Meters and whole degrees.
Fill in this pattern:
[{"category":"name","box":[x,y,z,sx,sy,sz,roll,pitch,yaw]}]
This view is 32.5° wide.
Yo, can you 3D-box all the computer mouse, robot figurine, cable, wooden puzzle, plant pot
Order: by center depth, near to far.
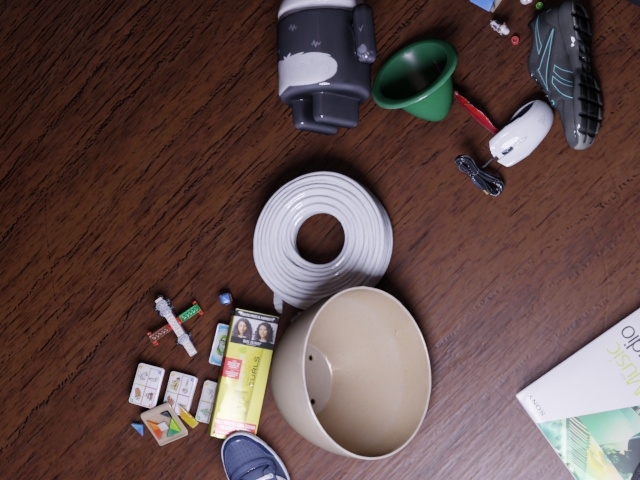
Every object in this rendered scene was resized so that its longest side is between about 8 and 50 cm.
[{"category":"plant pot","box":[0.022,0.230,1.875,0.191,0.284,0.284,-14,75,49]},{"category":"computer mouse","box":[0.336,-0.170,1.930,0.193,0.042,0.106,-45,106,3]},{"category":"cable","box":[0.000,0.000,1.987,0.257,0.089,0.257,-21,76,11]},{"category":"robot figurine","box":[0.009,-0.337,2.000,0.209,0.173,0.278,-4,80,11]},{"category":"wooden puzzle","box":[-0.289,0.341,2.032,0.116,0.014,0.078,-32,101,21]}]

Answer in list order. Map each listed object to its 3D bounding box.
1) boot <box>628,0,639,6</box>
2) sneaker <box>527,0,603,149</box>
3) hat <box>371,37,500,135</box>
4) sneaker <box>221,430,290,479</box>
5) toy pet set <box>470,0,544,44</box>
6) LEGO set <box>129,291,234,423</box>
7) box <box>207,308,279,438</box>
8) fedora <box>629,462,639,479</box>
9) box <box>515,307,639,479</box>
[{"category":"boot","box":[0.570,-0.601,1.895,0.445,0.146,0.367,30,100,22]},{"category":"sneaker","box":[0.428,-0.286,1.929,0.106,0.101,0.267,-11,78,36]},{"category":"hat","box":[0.216,-0.241,2.005,0.173,0.183,0.208,-35,36,8]},{"category":"sneaker","box":[-0.088,0.461,1.876,0.099,0.153,0.282,-28,87,1]},{"category":"toy pet set","box":[0.339,-0.437,1.978,0.114,0.065,0.122,34,91,18]},{"category":"LEGO set","box":[-0.240,0.205,2.055,0.182,0.060,0.244,13,88,7]},{"category":"box","box":[-0.141,0.244,1.989,0.087,0.058,0.232,13,84,-10]},{"category":"fedora","box":[0.640,0.437,1.707,0.334,0.152,0.334,-2,81,12]},{"category":"box","box":[0.521,0.261,1.819,0.322,0.058,0.232,-37,73,8]}]
